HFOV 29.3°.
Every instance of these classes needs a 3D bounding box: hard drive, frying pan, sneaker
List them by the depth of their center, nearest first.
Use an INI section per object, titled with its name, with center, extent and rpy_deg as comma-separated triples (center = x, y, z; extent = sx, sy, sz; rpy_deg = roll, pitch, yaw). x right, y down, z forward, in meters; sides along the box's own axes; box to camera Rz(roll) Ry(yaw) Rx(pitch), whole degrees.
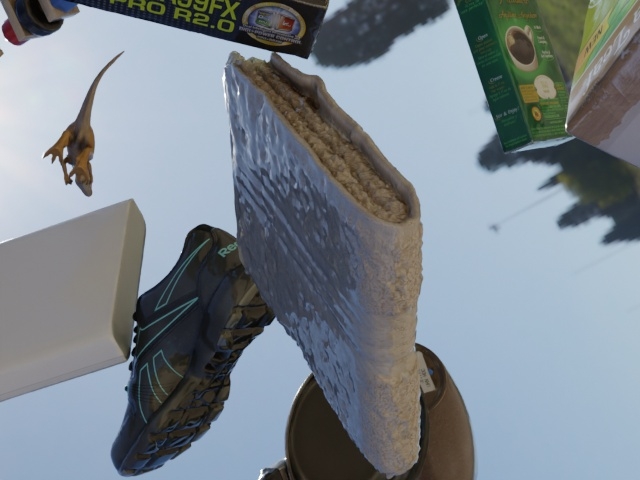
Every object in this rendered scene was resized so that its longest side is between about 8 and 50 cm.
[sneaker]
center = -0.132, 0.107, 1.163
extent = 0.106, 0.267, 0.101
rpy_deg = 41, -161, 24
[hard drive]
center = -0.353, 0.087, 1.248
extent = 0.233, 0.353, 0.047
rpy_deg = -94, -17, -55
[frying pan]
center = -0.002, 0.256, 1.312
extent = 0.326, 0.053, 0.197
rpy_deg = -48, -64, -24

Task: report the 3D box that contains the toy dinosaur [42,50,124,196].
[toy dinosaur]
center = -0.313, -0.139, 1.594
extent = 0.064, 0.212, 0.112
rpy_deg = 16, -142, -5

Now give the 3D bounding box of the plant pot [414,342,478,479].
[plant pot]
center = 0.100, 0.228, 1.539
extent = 0.230, 0.215, 0.215
rpy_deg = 88, 169, -54

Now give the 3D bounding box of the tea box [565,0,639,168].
[tea box]
center = 0.342, -0.222, 0.756
extent = 0.219, 0.329, 0.324
rpy_deg = 25, -133, -5

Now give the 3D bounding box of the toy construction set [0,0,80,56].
[toy construction set]
center = -0.316, -0.382, 1.393
extent = 0.237, 0.257, 0.308
rpy_deg = 54, 156, -22

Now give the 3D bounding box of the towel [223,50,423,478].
[towel]
center = 0.000, 0.000, 0.793
extent = 0.282, 0.049, 0.187
rpy_deg = -126, 27, -53

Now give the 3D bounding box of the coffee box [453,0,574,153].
[coffee box]
center = 0.204, -0.186, 1.276
extent = 0.113, 0.040, 0.184
rpy_deg = -14, -96, -50

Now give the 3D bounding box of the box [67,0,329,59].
[box]
center = -0.089, -0.270, 0.862
extent = 0.216, 0.060, 0.270
rpy_deg = 13, -122, -7
